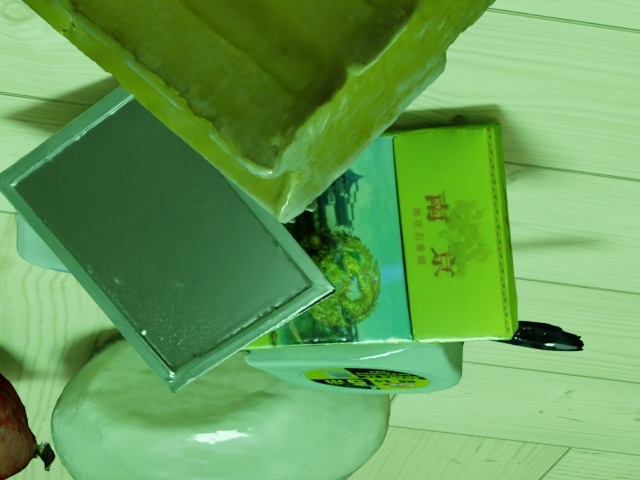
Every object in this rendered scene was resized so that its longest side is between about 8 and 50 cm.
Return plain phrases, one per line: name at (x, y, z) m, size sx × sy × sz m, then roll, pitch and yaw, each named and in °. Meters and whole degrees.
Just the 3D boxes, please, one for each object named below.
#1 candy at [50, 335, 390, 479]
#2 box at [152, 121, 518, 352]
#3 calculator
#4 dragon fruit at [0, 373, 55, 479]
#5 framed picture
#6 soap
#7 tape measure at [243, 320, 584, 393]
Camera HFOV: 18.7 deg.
candy at (-0.118, 0.242, 2.270) m, size 0.386 × 0.186 × 0.427 m, roll 1°, pitch 160°, yaw -4°
box at (0.000, 0.000, 1.704) m, size 0.335 × 0.187 × 0.047 m, roll -3°, pitch -170°, yaw 15°
calculator at (-0.230, -0.021, 1.856) m, size 0.121 × 0.039 × 0.210 m, roll 6°, pitch 155°, yaw -8°
dragon fruit at (-0.429, 0.179, 2.213) m, size 0.218 × 0.148 × 0.224 m, roll -13°, pitch -154°, yaw -43°
framed picture at (-0.135, -0.007, 1.679) m, size 0.197 × 0.014 × 0.252 m, roll -33°, pitch 104°, yaw 26°
soap at (-0.048, -0.234, 1.350) m, size 0.339 × 0.304 × 0.169 m, roll 41°, pitch 168°, yaw 14°
tape measure at (0.108, 0.096, 1.957) m, size 0.351 × 0.097 × 0.215 m, roll 1°, pitch 167°, yaw 18°
